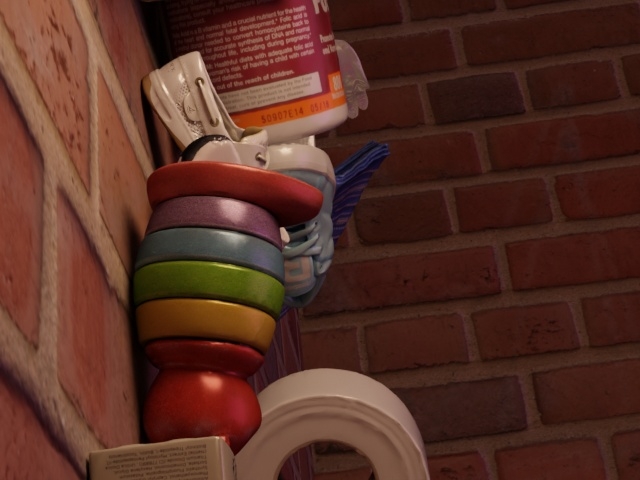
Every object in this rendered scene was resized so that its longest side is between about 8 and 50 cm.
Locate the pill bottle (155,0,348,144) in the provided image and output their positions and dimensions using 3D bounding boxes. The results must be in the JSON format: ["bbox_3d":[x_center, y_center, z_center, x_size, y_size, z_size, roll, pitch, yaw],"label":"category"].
[{"bbox_3d":[-0.106,-0.326,1.634,0.224,0.224,0.392,-87,166,-79],"label":"pill bottle"}]

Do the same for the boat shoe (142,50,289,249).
[{"bbox_3d":[-0.104,-0.102,1.500,0.277,0.096,0.098,56,6,-20],"label":"boat shoe"}]

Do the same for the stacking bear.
[{"bbox_3d":[-0.110,0.082,1.237,0.164,0.175,0.289,24,63,-47],"label":"stacking bear"}]

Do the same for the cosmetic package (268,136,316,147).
[{"bbox_3d":[-0.047,-0.094,2.071,0.238,0.107,0.127,87,0,-79],"label":"cosmetic package"}]

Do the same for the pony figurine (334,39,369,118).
[{"bbox_3d":[-0.082,-0.368,2.502,0.363,0.302,0.351,-66,150,-53],"label":"pony figurine"}]

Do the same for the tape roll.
[{"bbox_3d":[0.010,0.328,1.749,0.100,0.286,0.286,-89,171,-74],"label":"tape roll"}]

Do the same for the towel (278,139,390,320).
[{"bbox_3d":[0.000,0.000,2.045,0.336,0.040,0.243,-64,169,27],"label":"towel"}]

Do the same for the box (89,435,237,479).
[{"bbox_3d":[-0.112,0.298,0.959,0.094,0.113,0.275,80,4,-69],"label":"box"}]

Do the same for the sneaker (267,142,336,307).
[{"bbox_3d":[-0.032,-0.008,1.702,0.366,0.135,0.150,75,2,-68],"label":"sneaker"}]

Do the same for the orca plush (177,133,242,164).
[{"bbox_3d":[-0.138,0.011,1.448,0.102,0.151,0.287,27,-45,54],"label":"orca plush"}]
